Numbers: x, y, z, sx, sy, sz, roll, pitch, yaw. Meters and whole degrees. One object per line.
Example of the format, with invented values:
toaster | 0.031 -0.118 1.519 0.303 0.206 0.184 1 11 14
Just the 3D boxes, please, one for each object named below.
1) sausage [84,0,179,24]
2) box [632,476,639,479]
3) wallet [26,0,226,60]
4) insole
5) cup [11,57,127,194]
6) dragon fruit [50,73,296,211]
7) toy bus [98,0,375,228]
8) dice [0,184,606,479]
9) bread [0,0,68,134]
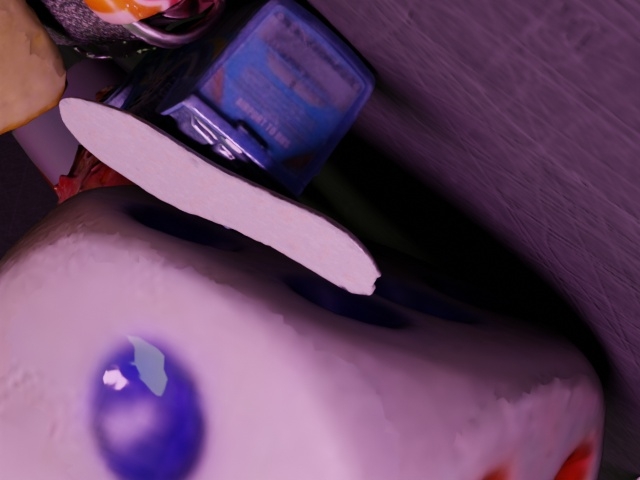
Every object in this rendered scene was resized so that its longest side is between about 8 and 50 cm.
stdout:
sausage | -0.124 -0.174 0.432 0.071 0.071 0.234 35 173 48
box | 0.270 0.286 1.040 0.130 0.129 0.051 40 173 13
wallet | -0.165 -0.194 0.618 0.262 0.071 0.221 50 173 -16
insole | -0.051 -0.024 0.569 0.197 0.004 0.065 26 154 33
cup | -0.188 -0.052 1.382 0.288 0.203 0.203 48 175 0
dragon fruit | -0.134 -0.021 1.087 0.268 0.205 0.210 62 146 24
toy bus | -0.050 -0.068 0.651 0.079 0.094 0.236 47 171 -17
dice | -0.035 0.153 0.745 0.304 0.304 0.277 24 -169 31
bread | -0.343 -0.085 0.604 0.245 0.362 0.233 37 163 38
